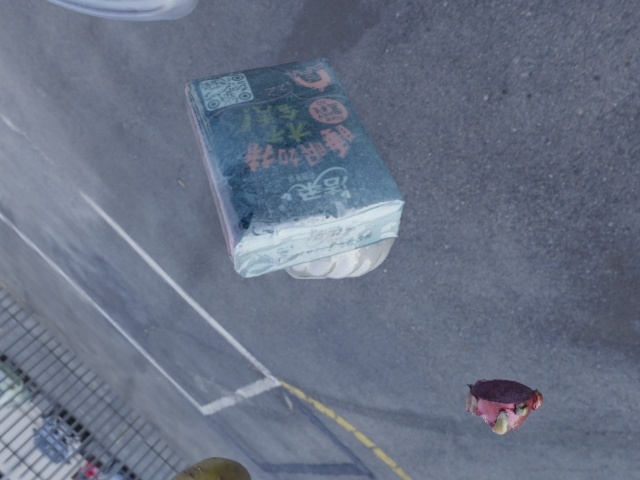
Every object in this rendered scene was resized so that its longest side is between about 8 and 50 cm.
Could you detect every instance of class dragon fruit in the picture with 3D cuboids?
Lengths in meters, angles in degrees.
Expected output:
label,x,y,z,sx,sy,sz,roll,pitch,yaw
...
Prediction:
label,x,y,z,sx,sy,sz,roll,pitch,yaw
dragon fruit,0.297,0.272,0.926,0.126,0.112,0.067,1,98,46

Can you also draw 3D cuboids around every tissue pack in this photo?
label,x,y,z,sx,sy,sz,roll,pitch,yaw
tissue pack,-0.047,-0.119,0.787,0.103,0.228,0.315,92,160,-54

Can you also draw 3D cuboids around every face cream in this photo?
label,x,y,z,sx,sy,sz,roll,pitch,yaw
face cream,-0.220,-0.297,0.652,0.336,0.163,0.080,-115,31,-66

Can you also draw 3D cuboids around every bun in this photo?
label,x,y,z,sx,sy,sz,roll,pitch,yaw
bun,0.000,0.000,1.039,0.263,0.263,0.175,29,124,23

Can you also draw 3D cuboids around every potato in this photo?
label,x,y,z,sx,sy,sz,roll,pitch,yaw
potato,-0.169,0.385,0.809,0.137,0.137,0.176,43,-172,2
